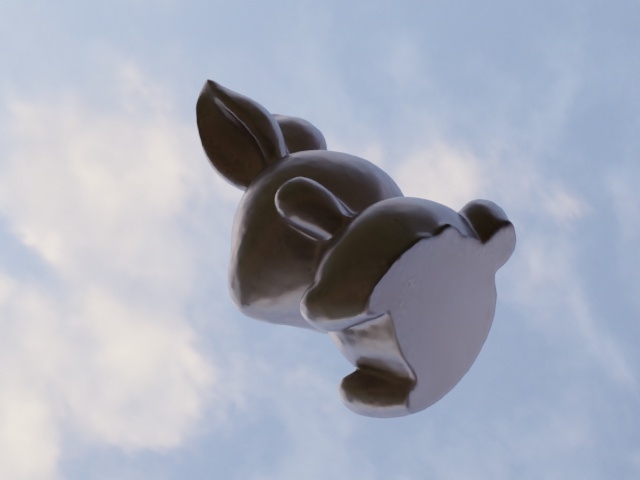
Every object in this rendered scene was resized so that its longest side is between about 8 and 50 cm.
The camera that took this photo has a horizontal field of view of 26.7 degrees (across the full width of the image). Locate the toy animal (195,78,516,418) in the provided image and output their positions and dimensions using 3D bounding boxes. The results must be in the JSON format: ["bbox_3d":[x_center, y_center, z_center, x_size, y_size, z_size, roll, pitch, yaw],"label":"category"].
[{"bbox_3d":[-0.002,0.001,0.705,0.124,0.124,0.212,-54,-139,-1],"label":"toy animal"}]
